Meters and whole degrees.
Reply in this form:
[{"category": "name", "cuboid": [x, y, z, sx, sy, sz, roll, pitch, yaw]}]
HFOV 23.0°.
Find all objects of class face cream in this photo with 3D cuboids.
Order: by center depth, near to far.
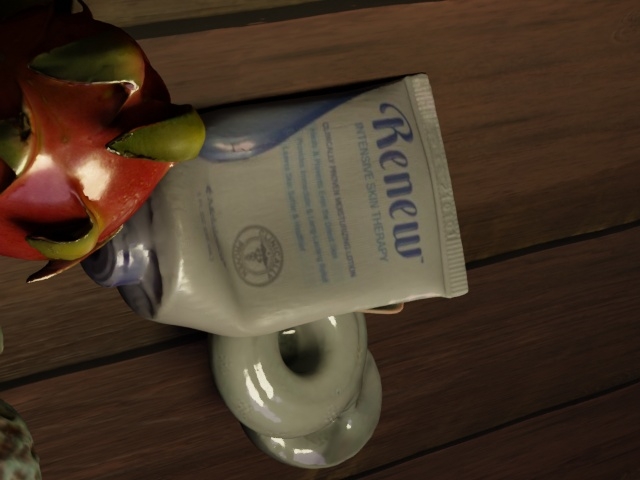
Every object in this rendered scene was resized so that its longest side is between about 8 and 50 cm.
[{"category": "face cream", "cuboid": [-0.039, -0.025, 1.524, 0.420, 0.235, 0.137, -11, 180, -34]}]

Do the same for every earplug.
[{"category": "earplug", "cuboid": [-0.036, 0.143, 1.805, 0.214, 0.175, 0.325, -61, 154, -24]}]

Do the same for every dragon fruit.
[{"category": "dragon fruit", "cuboid": [-0.226, -0.081, 1.213, 0.227, 0.224, 0.224, -38, 158, -37]}]

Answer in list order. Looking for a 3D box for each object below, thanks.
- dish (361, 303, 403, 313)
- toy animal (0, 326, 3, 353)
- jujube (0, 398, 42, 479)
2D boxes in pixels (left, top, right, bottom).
[{"category": "dish", "cuboid": [0.000, 0.000, 1.670, 0.077, 0.151, 0.212, -3, 174, 39]}, {"category": "toy animal", "cuboid": [-0.341, 0.110, 1.394, 0.236, 0.108, 0.138, -61, -168, 3]}, {"category": "jujube", "cuboid": [-0.419, 0.264, 1.522, 0.317, 0.226, 0.226, -15, 146, -37]}]
